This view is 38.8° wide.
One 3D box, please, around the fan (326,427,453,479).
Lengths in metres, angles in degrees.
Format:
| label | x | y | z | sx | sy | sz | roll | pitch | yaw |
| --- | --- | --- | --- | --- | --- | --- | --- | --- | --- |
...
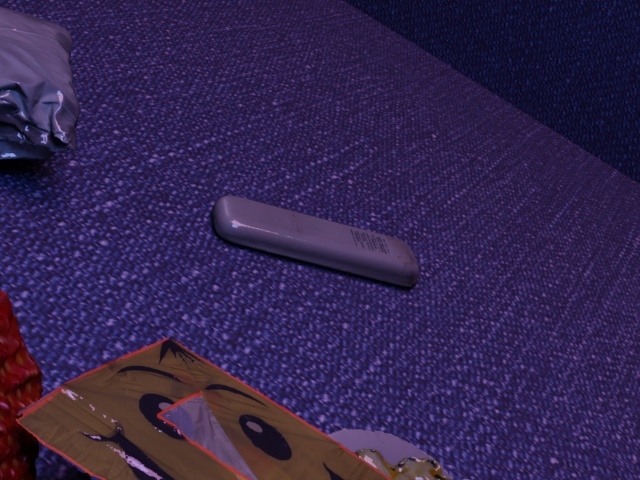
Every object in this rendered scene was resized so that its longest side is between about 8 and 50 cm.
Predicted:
| label | x | y | z | sx | sy | sz | roll | pitch | yaw |
| --- | --- | --- | --- | --- | --- | --- | --- | --- | --- |
| fan | 0.125 | 0.297 | 0.891 | 0.329 | 0.009 | 0.190 | 40 | 29 | 21 |

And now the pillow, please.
| label | x | y | z | sx | sy | sz | roll | pitch | yaw |
| --- | --- | --- | --- | --- | --- | --- | --- | --- | --- |
| pillow | -0.434 | -0.196 | 1.084 | 0.283 | 0.138 | 0.310 | 5 | 33 | -22 |

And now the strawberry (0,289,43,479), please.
| label | x | y | z | sx | sy | sz | roll | pitch | yaw |
| --- | --- | --- | --- | --- | --- | --- | --- | --- | --- |
| strawberry | -0.329 | 0.093 | 0.582 | 0.351 | 0.267 | 0.312 | 50 | 20 | -36 |

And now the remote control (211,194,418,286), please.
| label | x | y | z | sx | sy | sz | roll | pitch | yaw |
| --- | --- | --- | --- | --- | --- | --- | --- | --- | --- |
| remote control | 0.000 | 0.001 | 1.244 | 0.309 | 0.038 | 0.090 | 14 | 32 | -24 |

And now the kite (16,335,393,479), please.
| label | x | y | z | sx | sy | sz | roll | pitch | yaw |
| --- | --- | --- | --- | --- | --- | --- | --- | --- | --- |
| kite | -0.071 | 0.165 | 0.741 | 0.377 | 0.013 | 0.327 | 19 | 15 | -37 |

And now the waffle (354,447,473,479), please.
| label | x | y | z | sx | sy | sz | roll | pitch | yaw |
| --- | --- | --- | --- | --- | --- | --- | --- | --- | --- |
| waffle | 0.103 | 0.312 | 0.784 | 0.297 | 0.073 | 0.317 | 21 | 27 | -19 |
